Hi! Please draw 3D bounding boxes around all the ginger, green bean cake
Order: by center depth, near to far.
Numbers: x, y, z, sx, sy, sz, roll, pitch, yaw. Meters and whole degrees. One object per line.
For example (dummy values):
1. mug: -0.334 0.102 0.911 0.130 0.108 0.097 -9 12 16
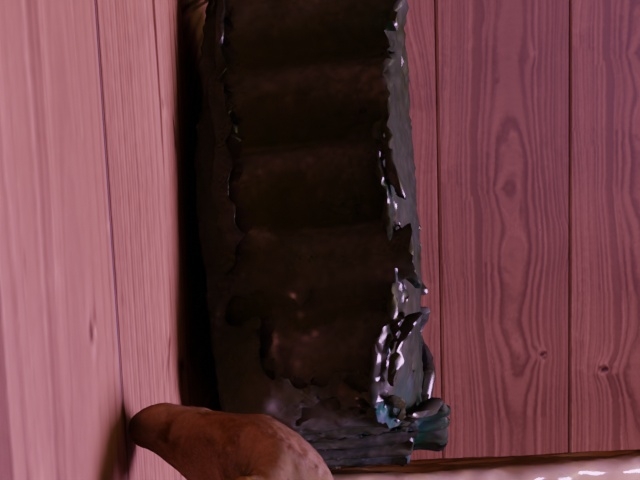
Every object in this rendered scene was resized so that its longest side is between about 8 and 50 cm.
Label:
1. ginger: -0.039 0.116 0.398 0.288 0.075 0.089 -79 163 -66
2. green bean cake: 0.000 0.000 0.790 0.255 0.132 0.241 74 14 -77

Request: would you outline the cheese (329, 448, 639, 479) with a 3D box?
1. cheese: 0.121 0.203 1.017 0.384 0.384 0.104 79 8 -82
